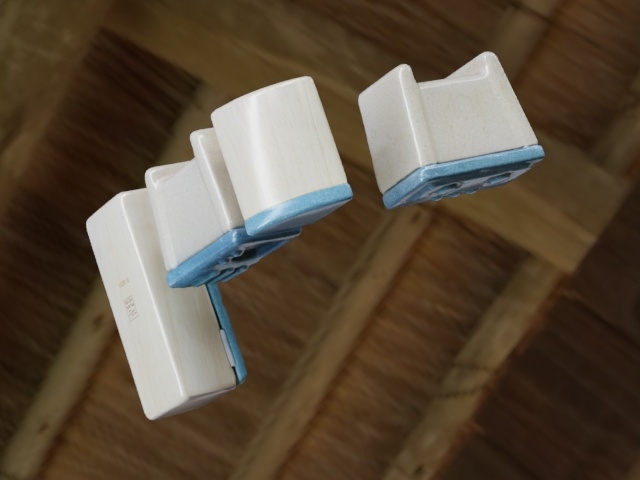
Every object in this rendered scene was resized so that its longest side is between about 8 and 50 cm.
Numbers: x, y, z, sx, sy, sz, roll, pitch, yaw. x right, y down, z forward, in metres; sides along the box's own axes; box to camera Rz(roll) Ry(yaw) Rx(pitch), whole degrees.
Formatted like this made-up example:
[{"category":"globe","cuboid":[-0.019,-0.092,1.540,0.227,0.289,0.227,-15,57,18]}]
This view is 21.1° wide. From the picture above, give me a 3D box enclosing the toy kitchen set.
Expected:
[{"category":"toy kitchen set","cuboid":[0.000,0.000,0.930,0.166,0.122,0.207,-12,-11,-33]}]
